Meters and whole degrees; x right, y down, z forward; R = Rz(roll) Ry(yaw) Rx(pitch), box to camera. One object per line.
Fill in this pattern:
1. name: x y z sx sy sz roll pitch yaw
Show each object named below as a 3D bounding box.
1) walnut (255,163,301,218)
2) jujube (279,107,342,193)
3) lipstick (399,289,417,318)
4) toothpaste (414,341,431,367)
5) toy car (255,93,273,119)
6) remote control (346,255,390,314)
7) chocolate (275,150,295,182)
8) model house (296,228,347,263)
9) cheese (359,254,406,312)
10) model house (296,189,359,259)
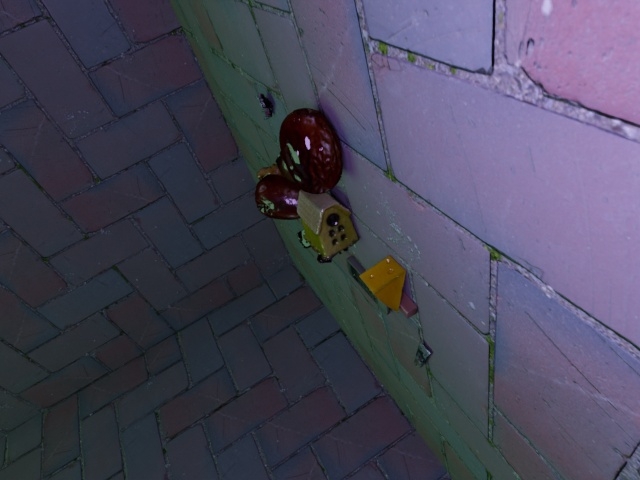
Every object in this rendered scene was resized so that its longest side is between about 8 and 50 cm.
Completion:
1. walnut: -0.151 -0.210 1.792 0.222 0.269 0.244 3 -86 -79
2. jujube: -0.032 -0.257 1.207 0.183 0.183 0.243 44 150 56
3. lipstick: 0.269 0.195 1.422 0.145 0.045 0.045 53 166 37
4. toothpaste: 0.387 0.445 1.593 0.060 0.038 0.233 51 165 29
5. toy car: -0.219 -0.539 1.664 0.142 0.055 0.069 56 -169 -88
6. remote control: 0.201 0.190 1.754 0.285 0.038 0.123 51 167 37
7. chocolate: -0.065 -0.275 1.447 0.177 0.176 0.177 56 169 16
8. model house: 0.004 0.004 1.835 0.203 0.164 0.141 57 175 5
9. cheese: 0.218 0.159 1.361 0.093 0.126 0.171 49 169 47
10. model house: 0.007 -0.084 1.524 0.193 0.174 0.234 48 168 49
